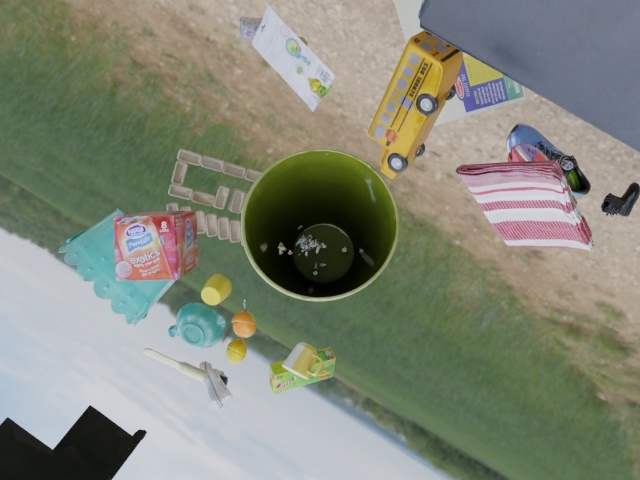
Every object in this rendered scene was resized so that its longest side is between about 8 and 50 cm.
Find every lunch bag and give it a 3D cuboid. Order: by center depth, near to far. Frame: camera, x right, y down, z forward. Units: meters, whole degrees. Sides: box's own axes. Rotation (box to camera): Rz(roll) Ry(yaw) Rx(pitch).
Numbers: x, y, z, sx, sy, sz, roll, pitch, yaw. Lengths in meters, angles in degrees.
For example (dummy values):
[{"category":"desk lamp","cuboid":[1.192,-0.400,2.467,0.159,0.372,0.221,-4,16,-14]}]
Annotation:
[{"category":"lunch bag","cuboid":[-0.178,-0.567,1.779,0.071,0.083,0.053,-2,134,-15]}]

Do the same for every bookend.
[{"category":"bookend","cuboid":[-0.324,0.255,0.801,0.157,0.156,0.072,38,148,-5]}]

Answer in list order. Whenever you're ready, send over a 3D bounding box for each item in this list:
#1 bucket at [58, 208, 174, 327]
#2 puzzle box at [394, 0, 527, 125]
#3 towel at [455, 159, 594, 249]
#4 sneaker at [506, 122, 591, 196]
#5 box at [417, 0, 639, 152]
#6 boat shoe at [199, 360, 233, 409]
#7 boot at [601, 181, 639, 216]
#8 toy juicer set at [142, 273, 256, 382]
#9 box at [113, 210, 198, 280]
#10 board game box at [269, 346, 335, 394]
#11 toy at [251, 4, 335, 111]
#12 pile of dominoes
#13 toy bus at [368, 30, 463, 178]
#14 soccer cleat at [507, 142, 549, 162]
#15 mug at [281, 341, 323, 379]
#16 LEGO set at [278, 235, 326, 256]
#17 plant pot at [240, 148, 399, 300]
[{"category":"bucket","cuboid":[-0.509,0.065,1.721,0.281,0.183,0.281,44,167,13]},{"category":"puzzle box","cuboid":[0.371,-0.530,1.781,0.272,0.052,0.408,-13,115,17]},{"category":"towel","cuboid":[0.489,-0.073,1.580,0.237,0.037,0.329,2,148,40]},{"category":"sneaker","cuboid":[0.725,-0.253,2.087,0.330,0.129,0.147,36,174,-15]},{"category":"box","cuboid":[0.481,-0.378,0.940,0.480,0.472,0.297,35,138,15]},{"category":"boat shoe","cuboid":[-0.343,0.476,2.234,0.226,0.076,0.083,53,168,52]},{"category":"boot","cuboid":[0.937,-0.130,2.089,0.099,0.121,0.045,9,-162,-23]},{"category":"toy juicer set","cuboid":[-0.293,0.252,1.754,0.209,0.329,0.089,42,-154,-5]},{"category":"box","cuboid":[-0.331,0.006,1.372,0.123,0.128,0.257,-2,-176,-1]},{"category":"board game box","cuboid":[-0.052,0.365,1.873,0.092,0.182,0.043,96,154,-44]},{"category":"toy","cuboid":[-0.056,-0.445,1.619,0.237,0.056,0.137,51,144,8]},{"category":"pile of dominoes","cuboid":[-0.263,-0.106,1.683,0.251,0.195,0.040,15,-173,-23]},{"category":"toy bus","cuboid":[0.211,-0.305,1.549,0.130,0.108,0.332,37,137,13]},{"category":"soccer cleat","cuboid":[0.563,-0.217,1.827,0.116,0.109,0.318,54,-165,0]},{"category":"mug","cuboid":[-0.032,0.250,1.388,0.078,0.064,0.062,25,164,11]},{"category":"LEGO set","cuboid":[-0.032,0.006,1.151,0.054,0.083,0.023,-124,26,-53]},{"category":"plant pot","cuboid":[0.000,0.000,1.299,0.275,0.274,0.293,30,170,7]}]
